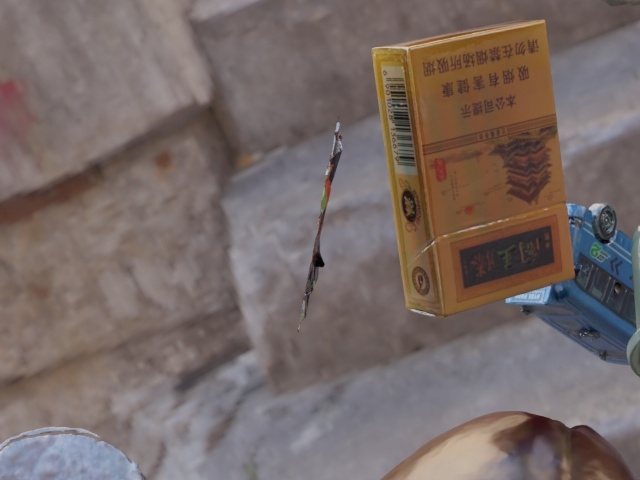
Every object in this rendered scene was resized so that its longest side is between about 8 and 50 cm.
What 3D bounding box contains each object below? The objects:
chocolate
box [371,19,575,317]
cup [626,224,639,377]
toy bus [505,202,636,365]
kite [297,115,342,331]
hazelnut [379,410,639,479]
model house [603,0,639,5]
[{"bbox_3d":[-0.304,0.401,2.066,0.303,0.213,0.303,-10,54,14],"label":"chocolate"},{"bbox_3d":[0.158,-0.076,1.747,0.174,0.274,0.076,-14,12,-29],"label":"box"},{"bbox_3d":[0.314,0.051,1.456,0.120,0.120,0.141,-17,49,21],"label":"cup"},{"bbox_3d":[0.312,0.050,1.970,0.113,0.246,0.134,1,67,45],"label":"toy bus"},{"bbox_3d":[0.000,0.000,1.553,0.014,0.183,0.241,11,51,2],"label":"kite"},{"bbox_3d":[0.173,0.383,1.690,0.402,0.402,0.429,-12,54,29],"label":"hazelnut"},{"bbox_3d":[0.262,-0.367,1.017,0.445,0.400,0.395,17,65,27],"label":"model house"}]
